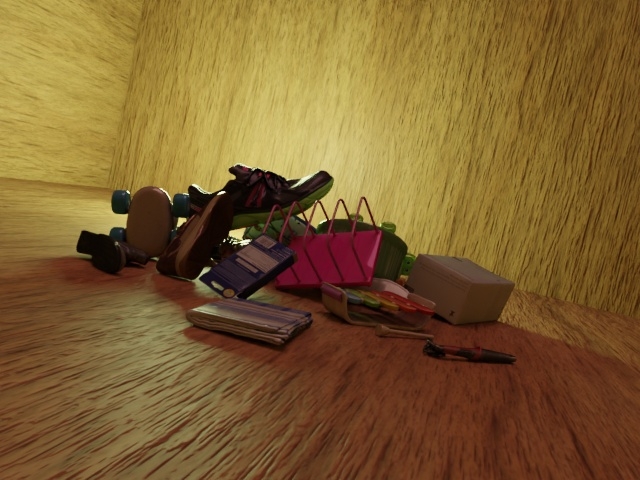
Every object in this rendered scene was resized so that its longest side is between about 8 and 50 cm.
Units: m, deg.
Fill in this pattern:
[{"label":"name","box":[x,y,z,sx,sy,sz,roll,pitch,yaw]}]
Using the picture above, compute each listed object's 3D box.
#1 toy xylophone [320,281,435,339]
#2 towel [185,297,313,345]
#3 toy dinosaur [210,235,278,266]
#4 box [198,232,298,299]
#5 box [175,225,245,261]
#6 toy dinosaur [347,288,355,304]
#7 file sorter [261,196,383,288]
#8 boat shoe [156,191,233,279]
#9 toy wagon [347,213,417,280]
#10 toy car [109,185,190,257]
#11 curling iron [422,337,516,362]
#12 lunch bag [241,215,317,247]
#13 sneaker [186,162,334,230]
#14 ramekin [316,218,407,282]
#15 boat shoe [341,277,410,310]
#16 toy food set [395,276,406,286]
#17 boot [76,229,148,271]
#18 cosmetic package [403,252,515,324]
[{"label":"toy xylophone","box":[0.166,0.181,1.608,0.322,0.081,0.236,9,7,-39]},{"label":"towel","box":[-0.137,0.163,1.298,0.209,0.034,0.285,11,2,10]},{"label":"toy dinosaur","box":[-0.241,0.043,1.976,0.200,0.127,0.295,5,0,-6]},{"label":"box","box":[-0.185,0.074,1.585,0.225,0.036,0.136,-35,45,-29]},{"label":"box","box":[-0.411,0.011,2.127,0.322,0.079,0.257,9,8,-43]},{"label":"toy dinosaur","box":[0.074,0.165,1.828,0.082,0.047,0.090,33,-14,-17]},{"label":"file sorter","box":[0.000,0.000,1.748,0.290,0.202,0.182,-4,-46,23]},{"label":"boat shoe","box":[-0.351,-0.023,1.738,0.123,0.123,0.342,2,42,19]},{"label":"toy wagon","box":[0.200,0.056,2.174,0.344,0.267,0.068,14,34,13]},{"label":"toy car","box":[-0.499,-0.049,1.899,0.219,0.210,0.238,2,-4,0]},{"label":"curling iron","box":[0.354,0.259,1.450,0.274,0.035,0.068,10,5,-25]},{"label":"lunch bag","box":[-0.136,-0.011,2.171,0.243,0.115,0.303,32,-21,-9]},{"label":"sneaker","box":[-0.193,-0.152,1.931,0.483,0.202,0.185,-13,4,-3]},{"label":"ramekin","box":[0.115,0.061,1.984,0.303,0.148,0.303,14,-19,5]},{"label":"boat shoe","box":[0.170,0.162,1.845,0.233,0.084,0.079,15,-37,27]},{"label":"toy food set","box":[0.265,0.144,2.405,0.128,0.071,0.218,10,6,-35]},{"label":"boot","box":[-0.512,0.032,1.605,0.161,0.083,0.246,16,2,-42]},{"label":"cosmetic package","box":[0.463,0.159,2.053,0.217,0.156,0.385,30,12,32]}]
